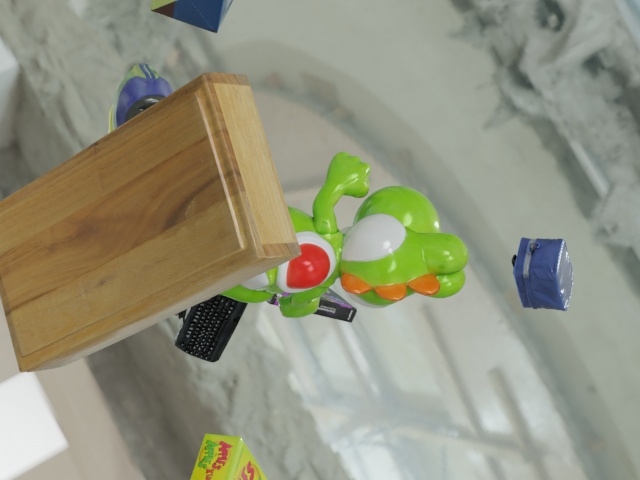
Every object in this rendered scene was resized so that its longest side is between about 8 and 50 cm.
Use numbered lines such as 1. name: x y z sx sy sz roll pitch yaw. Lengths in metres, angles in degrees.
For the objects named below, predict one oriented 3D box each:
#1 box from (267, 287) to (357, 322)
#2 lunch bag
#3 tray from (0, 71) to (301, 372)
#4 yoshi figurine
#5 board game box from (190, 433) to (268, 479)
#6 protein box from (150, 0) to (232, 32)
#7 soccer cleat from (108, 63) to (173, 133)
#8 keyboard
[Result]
1. box: -0.036 0.081 2.050 0.116 0.162 0.029 37 -71 54
2. lunch bag: 0.274 0.040 1.639 0.065 0.067 0.098 1 -40 23
3. tray: -0.217 -0.008 1.461 0.411 0.076 0.203 -25 -103 37
4. yoshi figurine: 0.000 -0.004 1.627 0.203 0.362 0.203 100 -3 -69
5. board game box: -0.086 0.290 1.383 0.043 0.092 0.181 2 -37 21
6. protein box: -0.206 -0.532 2.400 0.136 0.201 0.200 19 -38 0
7. soccer cleat: -0.258 -0.115 1.810 0.289 0.093 0.121 113 -32 -42
8. keyboard: -0.162 0.100 1.854 0.100 0.038 0.192 24 -55 -4
